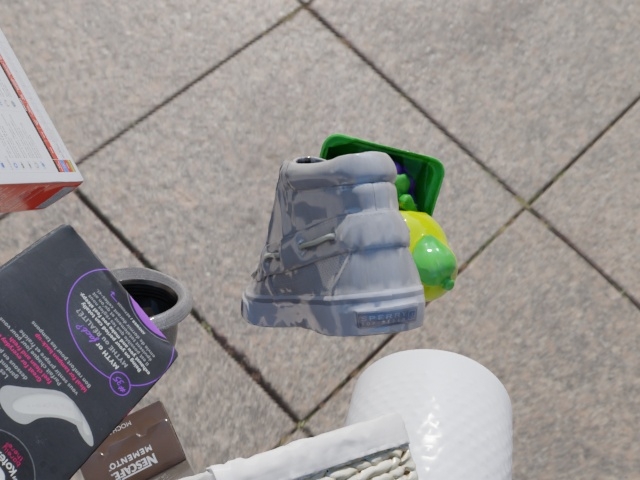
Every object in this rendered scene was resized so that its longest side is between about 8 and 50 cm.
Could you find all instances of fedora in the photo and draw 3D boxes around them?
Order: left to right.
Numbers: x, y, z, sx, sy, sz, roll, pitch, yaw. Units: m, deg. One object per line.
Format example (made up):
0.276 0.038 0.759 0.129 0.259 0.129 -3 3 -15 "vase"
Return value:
-0.386 0.166 1.801 0.244 0.124 0.275 -21 30 -38 "fedora"

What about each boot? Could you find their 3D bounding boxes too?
0.000 0.000 0.644 0.095 0.258 0.123 -5 89 -22 "boot"

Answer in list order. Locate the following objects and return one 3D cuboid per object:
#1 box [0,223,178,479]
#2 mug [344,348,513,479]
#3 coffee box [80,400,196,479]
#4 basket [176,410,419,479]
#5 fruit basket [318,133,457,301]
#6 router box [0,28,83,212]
-0.270 0.132 0.715 0.165 0.143 0.270 51 32 -8 "box"
0.118 0.391 1.393 0.374 0.276 0.328 -16 30 22 "mug"
-0.325 0.410 1.582 0.168 0.297 0.118 -24 69 -12 "coffee box"
-0.070 0.382 1.001 0.331 0.328 0.266 -4 70 -52 "basket"
0.100 0.002 1.672 0.283 0.392 0.392 13 64 -8 "fruit basket"
-0.477 -0.195 1.097 0.082 0.301 0.335 -30 86 14 "router box"
